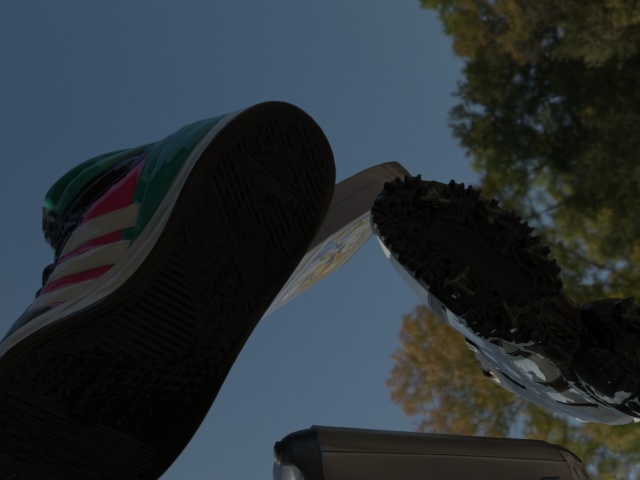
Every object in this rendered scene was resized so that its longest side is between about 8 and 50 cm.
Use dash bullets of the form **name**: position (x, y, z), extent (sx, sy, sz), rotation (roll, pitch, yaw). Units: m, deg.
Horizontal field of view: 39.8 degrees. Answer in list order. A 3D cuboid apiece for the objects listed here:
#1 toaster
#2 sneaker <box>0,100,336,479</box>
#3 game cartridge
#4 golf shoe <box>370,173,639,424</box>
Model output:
- **toaster**: position (0.047, 0.183, 0.407), extent (0.146, 0.227, 0.129), rotation (1, -139, -9)
- **sneaker**: position (-0.132, 0.040, 0.525), extent (0.124, 0.178, 0.295), rotation (48, -114, -22)
- **game cartridge**: position (0.000, 0.000, 1.102), extent (0.062, 0.198, 0.297), rotation (51, -140, 7)
- **golf shoe**: position (0.100, 0.045, 0.480), extent (0.198, 0.094, 0.077), rotation (35, -123, -5)
